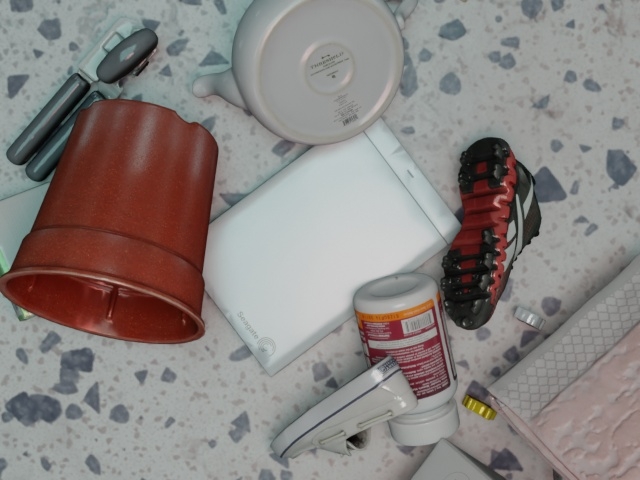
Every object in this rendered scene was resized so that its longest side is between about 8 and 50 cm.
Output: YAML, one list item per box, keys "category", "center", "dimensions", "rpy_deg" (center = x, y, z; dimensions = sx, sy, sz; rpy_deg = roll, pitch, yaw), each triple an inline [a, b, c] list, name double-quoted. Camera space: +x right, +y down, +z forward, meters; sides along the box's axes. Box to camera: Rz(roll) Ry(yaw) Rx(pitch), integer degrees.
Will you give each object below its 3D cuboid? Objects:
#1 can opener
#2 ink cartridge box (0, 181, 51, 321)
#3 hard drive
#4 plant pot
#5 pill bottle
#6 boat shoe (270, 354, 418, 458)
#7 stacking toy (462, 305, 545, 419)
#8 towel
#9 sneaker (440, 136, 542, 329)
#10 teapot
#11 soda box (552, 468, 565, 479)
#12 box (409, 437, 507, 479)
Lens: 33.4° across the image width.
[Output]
- category: "can opener"
  center: [-0.344, -0.207, 1.532]
  dimensions: [0.074, 0.093, 0.280]
  rpy_deg: [42, 95, -1]
- category: "ink cartridge box"
  center: [-0.357, -0.007, 1.548]
  dimensions: [0.235, 0.056, 0.171]
  rpy_deg: [-24, 90, -24]
- category: "hard drive"
  center: [0.000, 0.000, 1.548]
  dimensions: [0.353, 0.047, 0.233]
  rpy_deg: [-37, 90, 0]
- category: "plant pot"
  center: [-0.261, -0.028, 1.434]
  dimensions: [0.272, 0.272, 0.265]
  rpy_deg: [10, 68, 0]
- category: "pill bottle"
  center: [0.125, 0.167, 1.494]
  dimensions: [0.121, 0.121, 0.221]
  rpy_deg: [-13, 105, 0]
- category: "boat shoe"
  center: [0.033, 0.253, 1.470]
  dimensions: [0.267, 0.096, 0.088]
  rpy_deg: [-40, 81, 35]
- category: "stacking toy"
  center: [0.331, 0.213, 1.509]
  dimensions: [0.221, 0.052, 0.167]
  rpy_deg: [28, 90, 26]
- category: "towel"
  center: [0.410, 0.171, 1.347]
  dimensions: [0.332, 0.317, 0.053]
  rpy_deg: [-39, 123, -6]
- category: "sneaker"
  center: [0.247, 0.000, 1.499]
  dimensions: [0.135, 0.097, 0.276]
  rpy_deg: [26, 68, -41]
- category: "teapot"
  center: [-0.012, -0.267, 1.487]
  dimensions: [0.256, 0.187, 0.253]
  rpy_deg: [14, 109, -25]
- category: "soda box"
  center: [0.379, 0.393, 1.536]
  dimensions: [0.073, 0.069, 0.216]
  rpy_deg: [-3, 89, 1]
- category: "box"
  center: [0.239, 0.456, 1.388]
  dimensions: [0.168, 0.345, 0.215]
  rpy_deg: [37, 91, -38]
